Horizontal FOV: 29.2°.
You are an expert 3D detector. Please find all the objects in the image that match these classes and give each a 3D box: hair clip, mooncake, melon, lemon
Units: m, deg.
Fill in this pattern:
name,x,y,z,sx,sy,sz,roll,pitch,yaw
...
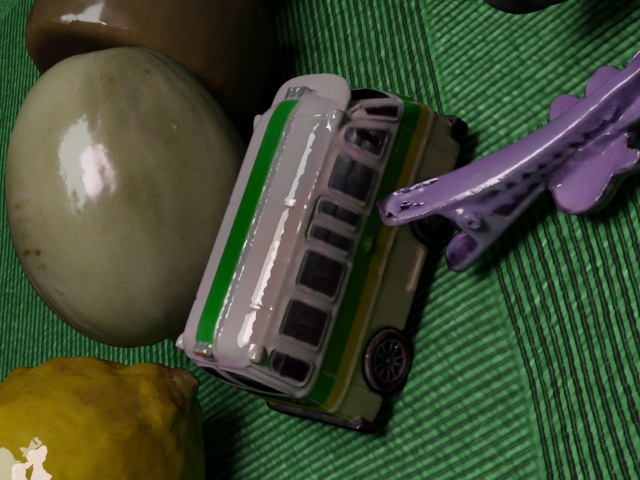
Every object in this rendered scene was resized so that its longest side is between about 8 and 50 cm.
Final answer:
name,x,y,z,sx,sy,sz,roll,pitch,yaw
hair clip,0.185,-0.069,1.022,0.278,0.090,0.137,-28,34,24
mooncake,-0.189,-0.232,1.406,0.284,0.284,0.155,0,63,50
melon,-0.183,-0.036,1.213,0.272,0.272,0.308,-34,60,33
lemon,-0.257,0.257,1.187,0.316,0.285,0.285,-52,35,38

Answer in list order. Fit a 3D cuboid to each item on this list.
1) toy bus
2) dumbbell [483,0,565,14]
name,x,y,z,sx,sy,sz,roll,pitch,yaw
toy bus,0.000,0.000,1.112,0.143,0.179,0.305,4,71,51
dumbbell,0.264,-0.246,0.925,0.406,0.179,0.179,18,82,47
